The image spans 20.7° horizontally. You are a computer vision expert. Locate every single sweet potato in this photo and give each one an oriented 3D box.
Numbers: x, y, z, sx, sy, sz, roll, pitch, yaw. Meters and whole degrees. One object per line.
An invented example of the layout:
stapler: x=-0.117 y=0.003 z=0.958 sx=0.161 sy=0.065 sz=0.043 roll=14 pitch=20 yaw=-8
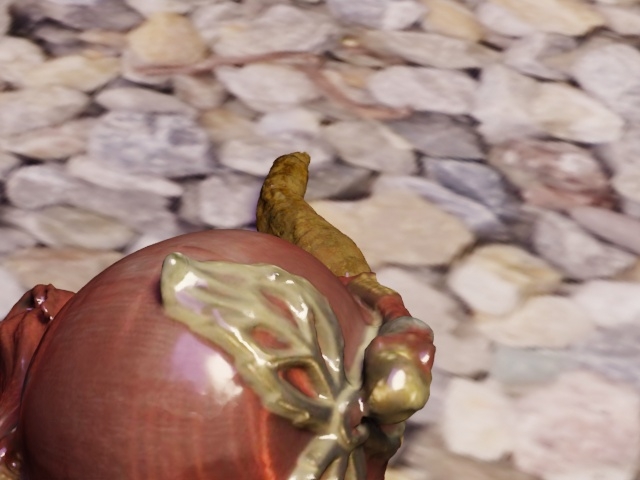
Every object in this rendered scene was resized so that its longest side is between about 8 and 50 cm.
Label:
sweet potato: x=-0.006 y=-0.001 z=0.868 sx=0.041 sy=0.038 sz=0.153 roll=6 pitch=31 yaw=-22

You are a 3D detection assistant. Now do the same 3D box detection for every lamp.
lamp: x=-0.064 y=0.088 z=0.713 sx=0.223 sy=0.151 sz=0.215 roll=-27 pitch=15 yaw=39
